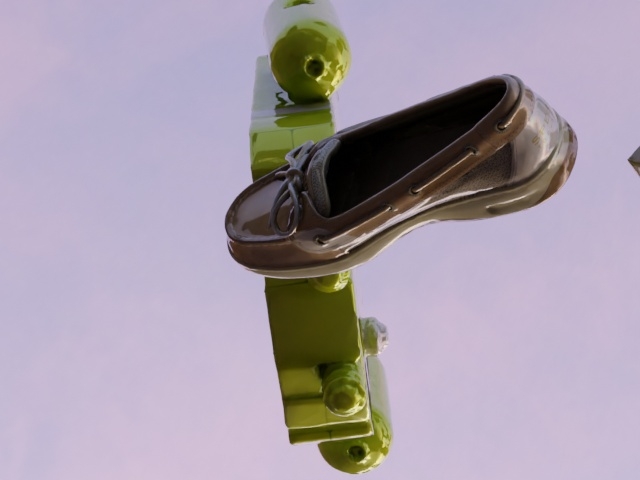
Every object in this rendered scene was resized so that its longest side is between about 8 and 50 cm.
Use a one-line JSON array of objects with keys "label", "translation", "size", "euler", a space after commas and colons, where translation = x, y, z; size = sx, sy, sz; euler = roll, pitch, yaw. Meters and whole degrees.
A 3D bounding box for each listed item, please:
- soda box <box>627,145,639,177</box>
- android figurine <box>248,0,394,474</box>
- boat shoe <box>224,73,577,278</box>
[{"label": "soda box", "translation": [0.218, -0.017, 0.780], "size": [0.061, 0.058, 0.181], "euler": [51, -15, -31]}, {"label": "android figurine", "translation": [0.000, 0.000, 0.952], "size": [0.056, 0.273, 0.248], "euler": [-7, -72, 0]}, {"label": "boat shoe", "translation": [0.021, -0.026, 0.695], "size": [0.153, 0.056, 0.048], "euler": [-13, -39, 34]}]
